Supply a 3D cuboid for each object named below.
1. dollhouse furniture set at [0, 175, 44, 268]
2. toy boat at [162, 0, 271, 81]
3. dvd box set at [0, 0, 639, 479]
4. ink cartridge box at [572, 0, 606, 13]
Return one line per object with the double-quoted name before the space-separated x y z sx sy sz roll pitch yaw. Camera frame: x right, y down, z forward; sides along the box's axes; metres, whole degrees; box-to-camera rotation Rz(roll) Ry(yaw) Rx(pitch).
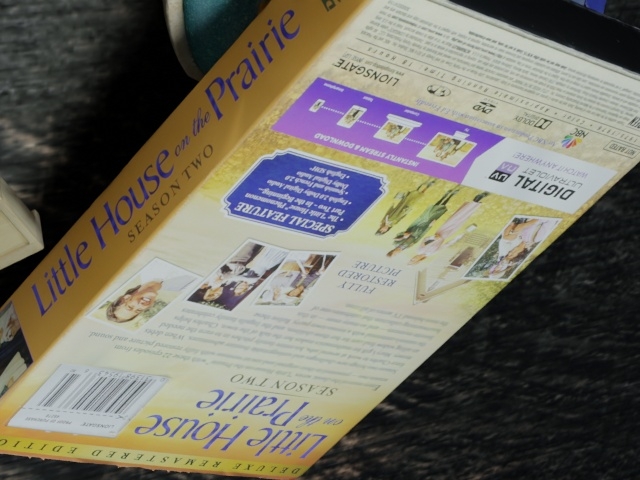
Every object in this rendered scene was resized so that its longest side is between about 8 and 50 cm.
"dollhouse furniture set" -0.272 -0.050 1.036 0.161 0.101 0.182 -24 137 9
"toy boat" -0.016 -0.206 1.054 0.267 0.148 0.318 -45 134 12
"dvd box set" 0.000 0.000 1.177 0.307 0.062 0.420 12 132 -44
"ink cartridge box" 0.130 -0.145 1.304 0.224 0.045 0.223 -10 124 -35
